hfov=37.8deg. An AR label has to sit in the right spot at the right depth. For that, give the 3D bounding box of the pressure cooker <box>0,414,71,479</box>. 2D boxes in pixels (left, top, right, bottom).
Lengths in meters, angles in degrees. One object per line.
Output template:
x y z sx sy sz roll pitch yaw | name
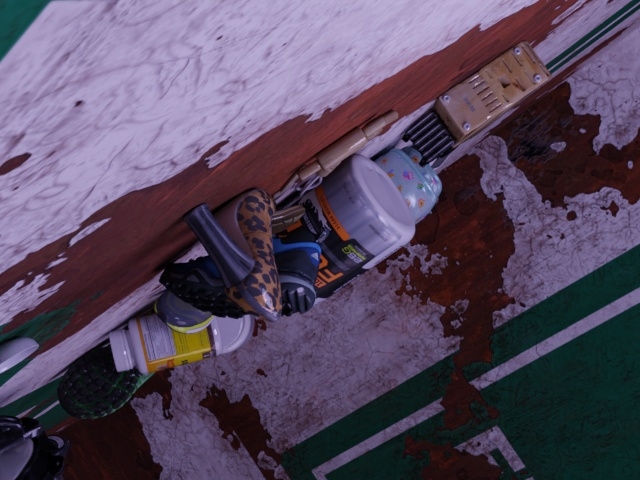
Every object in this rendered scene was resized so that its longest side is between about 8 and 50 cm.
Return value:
-0.637 0.547 1.753 0.375 0.420 0.370 -14 -160 8 | pressure cooker

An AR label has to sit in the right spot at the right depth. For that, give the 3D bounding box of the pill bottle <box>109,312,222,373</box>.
-0.313 0.201 1.895 0.215 0.117 0.117 -13 171 -11 | pill bottle

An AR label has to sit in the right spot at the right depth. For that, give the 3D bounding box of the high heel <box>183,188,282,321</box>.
-0.087 0.023 1.356 0.093 0.186 0.261 -37 175 20 | high heel

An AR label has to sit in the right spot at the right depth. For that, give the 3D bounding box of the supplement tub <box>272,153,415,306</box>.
0.000 0.000 1.729 0.316 0.194 0.193 -37 175 21 | supplement tub

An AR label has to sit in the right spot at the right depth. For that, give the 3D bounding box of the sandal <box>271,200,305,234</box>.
-0.101 -0.040 1.550 0.180 0.049 0.072 -13 160 -34 | sandal

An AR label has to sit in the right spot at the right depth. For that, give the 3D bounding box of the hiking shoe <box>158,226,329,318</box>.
-0.121 0.047 1.497 0.304 0.113 0.132 0 -122 33 | hiking shoe

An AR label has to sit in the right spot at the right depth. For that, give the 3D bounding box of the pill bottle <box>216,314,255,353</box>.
-0.252 0.206 2.368 0.160 0.160 0.283 -34 176 -4 | pill bottle

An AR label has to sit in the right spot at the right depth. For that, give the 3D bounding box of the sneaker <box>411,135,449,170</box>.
0.215 -0.177 2.169 0.234 0.078 0.106 -32 178 2 | sneaker

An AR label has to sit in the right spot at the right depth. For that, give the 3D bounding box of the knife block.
0.294 -0.254 1.827 0.275 0.088 0.242 -34 177 -1 | knife block

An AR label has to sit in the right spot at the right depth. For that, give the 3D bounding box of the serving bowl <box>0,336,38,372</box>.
-0.435 0.158 1.299 0.083 0.027 0.083 -33 175 -3 | serving bowl

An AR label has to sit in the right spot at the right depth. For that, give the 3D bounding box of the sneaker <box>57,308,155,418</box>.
-0.408 0.265 2.020 0.343 0.134 0.146 -34 177 -6 | sneaker

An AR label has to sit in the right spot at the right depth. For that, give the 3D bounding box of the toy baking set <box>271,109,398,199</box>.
0.021 -0.128 1.543 0.256 0.030 0.197 -34 176 -4 | toy baking set

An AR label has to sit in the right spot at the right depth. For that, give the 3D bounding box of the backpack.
0.166 -0.110 1.945 0.144 0.166 0.188 -36 180 -6 | backpack

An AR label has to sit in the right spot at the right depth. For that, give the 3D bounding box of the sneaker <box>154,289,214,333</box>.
-0.204 0.080 1.846 0.300 0.111 0.121 -32 159 -45 | sneaker
